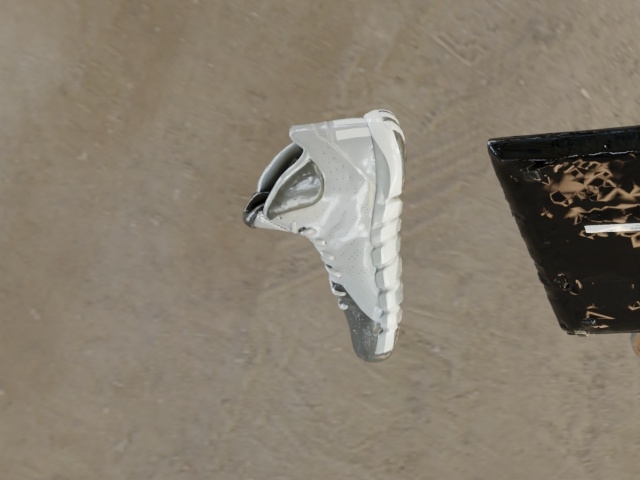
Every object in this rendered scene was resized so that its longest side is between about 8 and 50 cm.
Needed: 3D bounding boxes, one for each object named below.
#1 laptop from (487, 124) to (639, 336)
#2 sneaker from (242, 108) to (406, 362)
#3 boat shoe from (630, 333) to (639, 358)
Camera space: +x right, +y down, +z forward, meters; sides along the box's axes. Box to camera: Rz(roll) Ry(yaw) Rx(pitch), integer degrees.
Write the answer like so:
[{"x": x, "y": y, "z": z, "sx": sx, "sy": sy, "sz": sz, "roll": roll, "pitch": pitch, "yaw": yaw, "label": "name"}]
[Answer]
[{"x": 0.244, "y": -0.024, "z": 0.786, "sx": 0.234, "sy": 0.264, "sz": 0.136, "roll": -4, "pitch": 51, "yaw": 24, "label": "laptop"}, {"x": 0.000, "y": 0.000, "z": 1.208, "sx": 0.132, "sy": 0.086, "sz": 0.229, "roll": -3, "pitch": 114, "yaw": -8, "label": "sneaker"}, {"x": 0.374, "y": 0.094, "z": 0.962, "sx": 0.324, "sy": 0.120, "sz": 0.122, "roll": 16, "pitch": 101, "yaw": -7, "label": "boat shoe"}]
